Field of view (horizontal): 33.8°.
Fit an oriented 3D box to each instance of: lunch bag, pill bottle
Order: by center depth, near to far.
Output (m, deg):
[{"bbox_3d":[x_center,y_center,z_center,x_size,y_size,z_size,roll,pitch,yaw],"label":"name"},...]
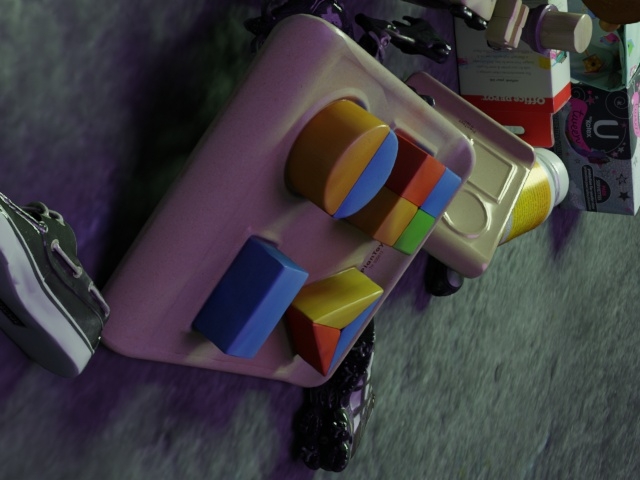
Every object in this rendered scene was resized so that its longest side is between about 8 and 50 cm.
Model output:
[{"bbox_3d":[0.235,-0.057,1.394,0.208,0.117,0.118,-23,116,-42],"label":"pill bottle"},{"bbox_3d":[0.387,-0.367,1.498,0.262,0.160,0.223,42,55,-14],"label":"lunch bag"}]

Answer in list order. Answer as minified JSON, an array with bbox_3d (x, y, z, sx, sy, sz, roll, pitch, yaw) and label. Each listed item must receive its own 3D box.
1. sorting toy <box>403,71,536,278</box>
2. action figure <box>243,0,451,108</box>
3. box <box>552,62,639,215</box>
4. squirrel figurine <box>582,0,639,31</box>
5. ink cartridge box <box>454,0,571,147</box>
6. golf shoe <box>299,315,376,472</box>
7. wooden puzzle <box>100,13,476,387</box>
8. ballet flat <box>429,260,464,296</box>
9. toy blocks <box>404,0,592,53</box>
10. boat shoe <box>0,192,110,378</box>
[{"bbox_3d":[0.145,-0.079,1.258,0.208,0.193,0.038,-59,-175,-31],"label":"sorting toy"},{"bbox_3d":[0.003,-0.181,1.005,0.275,0.140,0.164,6,97,-51],"label":"action figure"},{"bbox_3d":[0.489,-0.188,1.802,0.163,0.142,0.247,-49,135,-44],"label":"box"},{"bbox_3d":[0.401,-0.447,1.288,0.281,0.397,0.370,29,96,-48],"label":"squirrel figurine"},{"bbox_3d":[0.259,-0.248,1.417,0.078,0.134,0.231,-41,130,-49],"label":"ink cartridge box"},{"bbox_3d":[0.024,0.157,1.180,0.094,0.077,0.198,6,97,-70],"label":"golf shoe"},{"bbox_3d":[0.000,0.000,0.969,0.322,0.080,0.348,-55,147,7],"label":"wooden puzzle"},{"bbox_3d":[0.183,-0.001,1.443,0.057,0.049,0.173,36,56,-22],"label":"ballet flat"},{"bbox_3d":[0.149,-0.356,1.110,0.288,0.260,0.309,17,90,-53],"label":"toy blocks"},{"bbox_3d":[-0.214,0.010,0.747,0.070,0.077,0.219,-61,151,-31],"label":"boat shoe"}]
